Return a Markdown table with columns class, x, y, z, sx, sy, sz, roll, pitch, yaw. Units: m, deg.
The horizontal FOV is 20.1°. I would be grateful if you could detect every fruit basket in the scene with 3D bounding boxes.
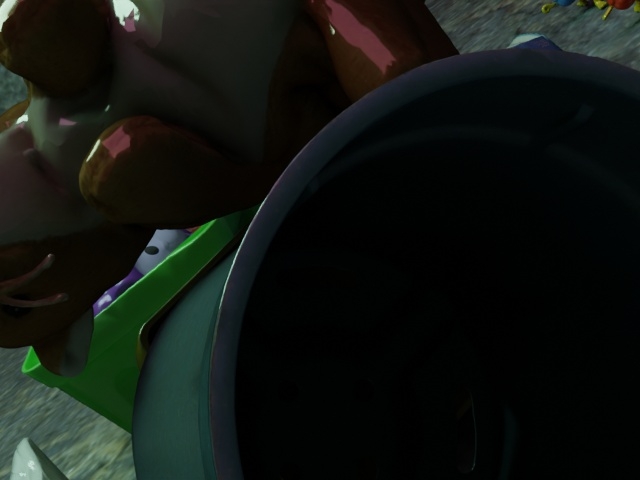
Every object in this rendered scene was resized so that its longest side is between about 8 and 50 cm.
| class | x | y | z | sx | sy | sz | roll | pitch | yaw |
| --- | --- | --- | --- | --- | --- | --- | --- | --- | --- |
| fruit basket | -0.206 | -0.005 | 1.798 | 0.283 | 0.392 | 0.392 | -37 | 14 | 13 |

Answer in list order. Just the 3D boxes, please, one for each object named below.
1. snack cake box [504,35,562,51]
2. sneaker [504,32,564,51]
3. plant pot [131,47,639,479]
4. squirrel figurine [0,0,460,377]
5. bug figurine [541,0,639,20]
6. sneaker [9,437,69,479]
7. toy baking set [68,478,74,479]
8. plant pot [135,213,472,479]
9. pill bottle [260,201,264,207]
| class | x | y | z | sx | sy | sz | roll | pitch | yaw |
| --- | --- | --- | --- | --- | --- | --- | --- | --- | --- |
| snack cake box | 0.154 | -0.064 | 1.394 | 0.089 | 0.152 | 0.264 | -56 | -15 | 29 |
| sneaker | 0.189 | -0.147 | 1.920 | 0.092 | 0.087 | 0.229 | -52 | 13 | -29 |
| plant pot | 0.055 | 0.098 | 0.993 | 0.341 | 0.341 | 0.334 | -42 | 8 | -21 |
| squirrel figurine | -0.109 | -0.083 | 1.249 | 0.370 | 0.281 | 0.397 | -47 | -2 | 16 |
| bug figurine | 0.370 | -0.328 | 2.074 | 0.216 | 0.072 | 0.279 | -37 | 14 | -5 |
| sneaker | -0.289 | 0.261 | 1.744 | 0.094 | 0.080 | 0.212 | -42 | 16 | 1 |
| toy baking set | -0.259 | 0.304 | 1.548 | 0.256 | 0.030 | 0.197 | -40 | 26 | -8 |
| plant pot | -0.016 | 0.095 | 1.388 | 0.212 | 0.212 | 0.187 | -46 | 2 | -22 |
| pill bottle | 0.000 | 0.000 | 1.681 | 0.123 | 0.123 | 0.219 | -33 | 17 | 13 |
